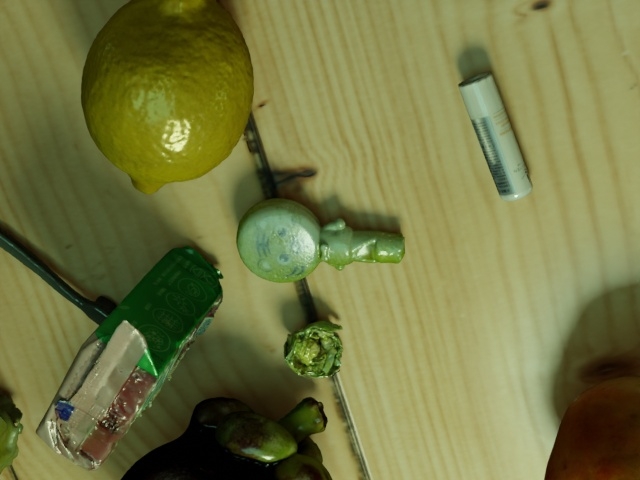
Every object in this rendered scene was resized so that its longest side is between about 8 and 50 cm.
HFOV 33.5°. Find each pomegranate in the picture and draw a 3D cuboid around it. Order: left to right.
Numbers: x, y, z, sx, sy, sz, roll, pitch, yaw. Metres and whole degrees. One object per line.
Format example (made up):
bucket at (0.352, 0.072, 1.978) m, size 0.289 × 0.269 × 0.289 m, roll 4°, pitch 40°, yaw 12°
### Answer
pomegranate at (0.357, 0.273, 1.163) m, size 0.229 × 0.270 × 0.252 m, roll -6°, pitch 78°, yaw -22°

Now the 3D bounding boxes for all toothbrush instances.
toothbrush at (-0.378, 0.017, 1.349) m, size 0.297 × 0.030 × 0.030 m, roll 36°, pitch 129°, yaw 0°

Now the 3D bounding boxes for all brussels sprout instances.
brussels sprout at (-0.008, 0.134, 1.292) m, size 0.085 × 0.058 × 0.085 m, roll -4°, pitch 103°, yaw -20°

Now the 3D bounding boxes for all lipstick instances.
lipstick at (0.192, -0.112, 1.159) m, size 0.040 × 0.040 × 0.141 m, roll -18°, pitch 106°, yaw 19°

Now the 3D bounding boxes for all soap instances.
soap at (-0.206, 0.125, 1.214) m, size 0.098 × 0.273 × 0.218 m, roll 37°, pitch 114°, yaw -3°

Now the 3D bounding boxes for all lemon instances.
lemon at (-0.163, -0.164, 1.148) m, size 0.187 × 0.187 × 0.244 m, roll 15°, pitch 108°, yaw 8°

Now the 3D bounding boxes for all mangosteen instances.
mangosteen at (-0.123, 0.345, 1.286) m, size 0.297 × 0.297 × 0.313 m, roll -16°, pitch 73°, yaw 18°

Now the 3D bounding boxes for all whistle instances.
whistle at (0.000, 0.000, 1.244) m, size 0.198 × 0.057 × 0.104 m, roll 1°, pitch 121°, yaw 5°

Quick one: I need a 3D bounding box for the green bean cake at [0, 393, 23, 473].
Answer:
green bean cake at (-0.502, 0.168, 1.332) m, size 0.202 × 0.285 × 0.310 m, roll 4°, pitch 88°, yaw 36°
